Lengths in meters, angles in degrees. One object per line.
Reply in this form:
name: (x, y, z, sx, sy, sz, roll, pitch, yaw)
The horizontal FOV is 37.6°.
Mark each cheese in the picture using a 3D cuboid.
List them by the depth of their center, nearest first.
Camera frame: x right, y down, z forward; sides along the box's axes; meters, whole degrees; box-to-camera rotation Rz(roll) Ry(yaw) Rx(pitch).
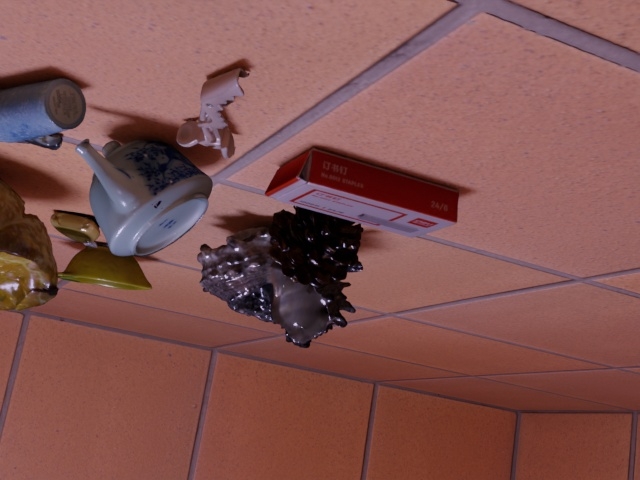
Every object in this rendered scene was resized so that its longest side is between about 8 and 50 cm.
cheese: (-0.444, -0.015, 1.750, 0.086, 0.036, 0.162, 10, 166, 1)

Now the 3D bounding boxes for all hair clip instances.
hair clip: (-0.122, -0.144, 1.041, 0.072, 0.034, 0.226, 11, 165, -7)

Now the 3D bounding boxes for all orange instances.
orange: (-0.591, -0.018, 1.451, 0.369, 0.210, 0.271, 20, 139, -41)

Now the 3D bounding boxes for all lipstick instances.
lipstick: (-0.390, -0.147, 1.135, 0.274, 0.061, 0.068, -3, 164, 39)

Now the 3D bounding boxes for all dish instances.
dish: (-0.443, 0.051, 1.924, 0.208, 0.080, 0.149, 10, 170, -11)

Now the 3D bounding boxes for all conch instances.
conch: (-0.071, 0.051, 1.555, 0.313, 0.186, 0.241, 22, 169, 34)

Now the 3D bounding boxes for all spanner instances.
spanner: (-0.492, -0.150, 1.284, 0.302, 0.017, 0.071, 5, 166, 18)

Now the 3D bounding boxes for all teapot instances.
teapot: (-0.234, -0.071, 1.225, 0.159, 0.159, 0.232, 6, 176, 12)

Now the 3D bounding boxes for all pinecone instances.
pinecone: (-0.001, -0.001, 1.328, 0.140, 0.140, 0.121, 18, 148, -33)

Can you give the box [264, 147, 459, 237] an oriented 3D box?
box: (0.055, -0.060, 1.233, 0.229, 0.050, 0.123, 14, 165, -22)
